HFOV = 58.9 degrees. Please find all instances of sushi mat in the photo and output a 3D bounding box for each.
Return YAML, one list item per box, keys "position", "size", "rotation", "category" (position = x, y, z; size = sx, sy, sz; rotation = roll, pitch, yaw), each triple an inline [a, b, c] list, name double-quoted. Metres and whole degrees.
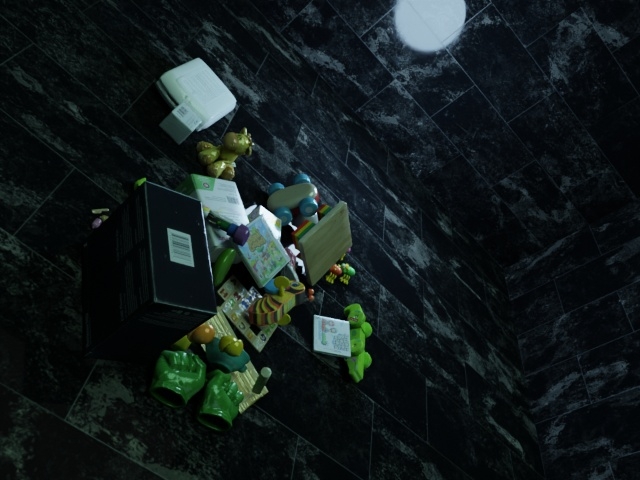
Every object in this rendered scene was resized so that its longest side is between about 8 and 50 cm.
- position: [-0.277, 0.351, 1.703]
  size: [0.316, 0.019, 0.151]
  rotation: [59, 31, 7]
  category: "sushi mat"

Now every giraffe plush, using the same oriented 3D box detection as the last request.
- position: [-0.339, -0.340, 2.148]
  size: [0.181, 0.171, 0.210]
  rotation: [59, 30, 6]
  category: "giraffe plush"

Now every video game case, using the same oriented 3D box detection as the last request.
- position: [0.041, 0.355, 2.099]
  size: [0.143, 0.019, 0.157]
  rotation: [13, 44, -14]
  category: "video game case"
- position: [-0.199, 0.031, 1.903]
  size: [0.193, 0.023, 0.212]
  rotation: [59, 32, -10]
  category: "video game case"

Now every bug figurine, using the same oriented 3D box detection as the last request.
- position: [0.068, 0.058, 2.421]
  size: [0.216, 0.072, 0.278]
  rotation: [31, 39, -46]
  category: "bug figurine"

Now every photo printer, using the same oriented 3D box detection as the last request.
- position: [-0.490, -0.570, 2.224]
  size: [0.256, 0.107, 0.307]
  rotation: [48, 31, -12]
  category: "photo printer"

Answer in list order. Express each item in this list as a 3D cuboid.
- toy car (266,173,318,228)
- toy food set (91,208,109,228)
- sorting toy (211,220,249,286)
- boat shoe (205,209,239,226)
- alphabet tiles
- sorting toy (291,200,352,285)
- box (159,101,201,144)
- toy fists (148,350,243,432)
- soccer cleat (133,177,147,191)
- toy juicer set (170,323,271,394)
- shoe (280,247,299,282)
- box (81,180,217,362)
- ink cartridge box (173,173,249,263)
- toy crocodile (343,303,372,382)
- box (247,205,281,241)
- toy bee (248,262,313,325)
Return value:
- position: [-0.089, -0.105, 2.316]
  size: [0.219, 0.211, 0.237]
  rotation: [-107, 177, -51]
  category: "toy car"
- position: [-0.610, -0.030, 1.606]
  size: [0.078, 0.019, 0.122]
  rotation: [-12, 78, -58]
  category: "toy food set"
- position: [-0.347, 0.077, 1.692]
  size: [0.126, 0.127, 0.365]
  rotation: [26, 60, 4]
  category: "sorting toy"
- position: [-0.310, -0.056, 1.808]
  size: [0.125, 0.038, 0.046]
  rotation: [29, 9, -42]
  category: "boat shoe"
- position: [-0.241, 0.230, 1.888]
  size: [0.237, 0.009, 0.198]
  rotation: [51, 30, -9]
  category: "alphabet tiles"
- position: [0.000, 0.000, 2.210]
  size: [0.089, 0.255, 0.257]
  rotation: [28, 58, 30]
  category: "sorting toy"
- position: [-0.512, -0.428, 2.071]
  size: [0.102, 0.087, 0.101]
  rotation: [46, 31, -18]
  category: "box"
- position: [-0.324, 0.391, 1.521]
  size: [0.279, 0.096, 0.142]
  rotation: [38, 33, -26]
  category: "toy fists"
- position: [-0.513, -0.131, 1.806]
  size: [0.179, 0.060, 0.072]
  rotation: [44, 30, -14]
  category: "soccer cleat"
- position: [-0.244, 0.310, 1.570]
  size: [0.329, 0.209, 0.089]
  rotation: [36, 52, -18]
  category: "toy juicer set"
- position: [-0.113, 0.104, 2.141]
  size: [0.081, 0.063, 0.177]
  rotation: [-11, 65, -52]
  category: "shoe"
- position: [-0.443, 0.087, 1.433]
  size: [0.179, 0.313, 0.343]
  rotation: [21, 45, -45]
  category: "box"
- position: [-0.352, -0.067, 1.911]
  size: [0.201, 0.117, 0.278]
  rotation: [6, 56, -53]
  category: "ink cartridge box"
- position: [0.133, 0.385, 2.184]
  size: [0.115, 0.105, 0.340]
  rotation: [60, 26, -42]
  category: "toy crocodile"
- position: [-0.220, -0.010, 2.060]
  size: [0.114, 0.103, 0.203]
  rotation: [37, 35, -30]
  category: "box"
- position: [-0.113, 0.181, 1.919]
  size: [0.195, 0.162, 0.298]
  rotation: [78, 30, -51]
  category: "toy bee"
